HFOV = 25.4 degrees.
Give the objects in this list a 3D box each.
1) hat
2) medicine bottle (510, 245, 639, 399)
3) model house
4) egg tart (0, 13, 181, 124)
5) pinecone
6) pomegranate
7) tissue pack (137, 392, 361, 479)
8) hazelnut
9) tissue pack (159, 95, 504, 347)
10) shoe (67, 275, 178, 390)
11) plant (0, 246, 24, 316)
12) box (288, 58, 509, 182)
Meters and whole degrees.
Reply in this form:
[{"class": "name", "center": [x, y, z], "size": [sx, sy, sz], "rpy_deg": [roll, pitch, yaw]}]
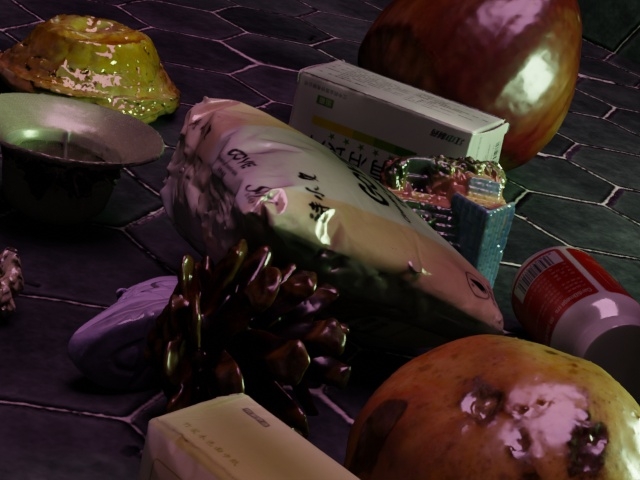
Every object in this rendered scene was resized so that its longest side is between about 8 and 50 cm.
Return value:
[{"class": "hat", "center": [-0.341, -0.092, 1.864], "size": [0.257, 0.130, 0.257], "rpy_deg": [12, 21, -5]}, {"class": "medicine bottle", "center": [0.333, 0.104, 1.786], "size": [0.131, 0.131, 0.250], "rpy_deg": [9, 19, -14]}, {"class": "model house", "center": [0.169, -0.017, 1.972], "size": [0.183, 0.166, 0.172], "rpy_deg": [10, 25, -8]}, {"class": "egg tart", "center": [-0.386, -0.296, 2.379], "size": [0.341, 0.129, 0.341], "rpy_deg": [11, 22, -4]}, {"class": "pinecone", "center": [-0.070, 0.107, 1.433], "size": [0.201, 0.202, 0.229], "rpy_deg": [24, 29, -5]}, {"class": "pomegranate", "center": [0.159, 0.214, 1.213], "size": [0.281, 0.281, 0.281], "rpy_deg": [12, 21, -5]}, {"class": "tissue pack", "center": [-0.040, 0.248, 1.135], "size": [0.125, 0.159, 0.234], "rpy_deg": [-9, 30, -45]}, {"class": "hazelnut", "center": [0.274, -0.305, 2.467], "size": [0.352, 0.421, 0.421], "rpy_deg": [51, 20, -8]}, {"class": "tissue pack", "center": [0.000, 0.000, 1.694], "size": [0.390, 0.195, 0.375], "rpy_deg": [28, 6, -31]}, {"class": "shoe", "center": [-0.192, 0.090, 1.556], "size": [0.138, 0.095, 0.245], "rpy_deg": [25, 19, 36]}, {"class": "plant", "center": [-0.379, 0.026, 1.562], "size": [0.104, 0.122, 0.116], "rpy_deg": [2, 28, -1]}, {"class": "box", "center": [0.118, -0.152, 2.264], "size": [0.333, 0.173, 0.145], "rpy_deg": [22, 24, 22]}]
